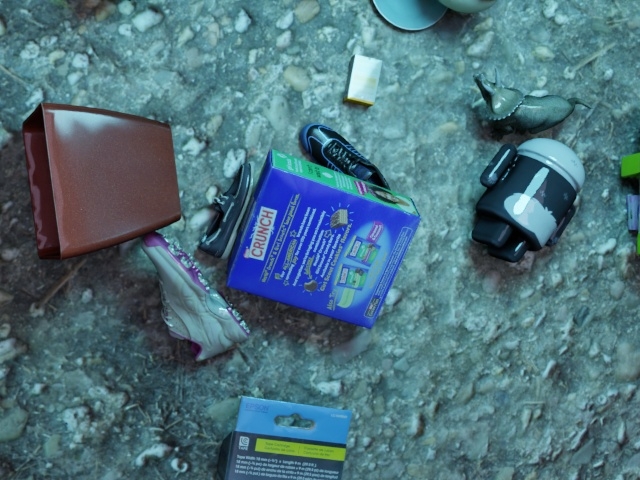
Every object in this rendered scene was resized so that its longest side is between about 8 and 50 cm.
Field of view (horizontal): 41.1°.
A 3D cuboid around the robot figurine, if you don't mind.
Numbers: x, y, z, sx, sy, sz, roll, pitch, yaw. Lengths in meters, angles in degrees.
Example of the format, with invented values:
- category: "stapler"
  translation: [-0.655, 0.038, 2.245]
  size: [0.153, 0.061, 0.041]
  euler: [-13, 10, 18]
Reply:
- category: "robot figurine"
  translation: [0.445, -0.089, 1.836]
  size: [0.173, 0.209, 0.278]
  euler: [32, 82, 25]

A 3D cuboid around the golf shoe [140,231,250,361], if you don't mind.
- category: "golf shoe"
  translation: [-0.268, 0.118, 1.666]
  size: [0.140, 0.115, 0.306]
  euler: [-36, 116, 1]

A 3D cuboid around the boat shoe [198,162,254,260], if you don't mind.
- category: "boat shoe"
  translation: [-0.189, -0.065, 1.727]
  size: [0.065, 0.075, 0.206]
  euler: [18, 91, -16]

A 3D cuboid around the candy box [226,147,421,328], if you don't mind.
- category: "candy box"
  translation: [0.000, 0.000, 1.710]
  size: [0.317, 0.122, 0.268]
  euler: [18, 109, -14]

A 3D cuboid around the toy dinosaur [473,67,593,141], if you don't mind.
- category: "toy dinosaur"
  translation: [0.457, -0.274, 1.838]
  size: [0.313, 0.160, 0.121]
  euler: [9, 89, -13]

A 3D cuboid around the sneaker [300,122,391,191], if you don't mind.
- category: "sneaker"
  translation: [0.059, -0.162, 1.777]
  size: [0.232, 0.090, 0.081]
  euler: [41, 82, -11]

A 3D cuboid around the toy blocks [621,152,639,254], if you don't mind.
- category: "toy blocks"
  translation: [0.840, -0.125, 1.930]
  size: [0.261, 0.191, 0.381]
  euler: [18, 71, -34]

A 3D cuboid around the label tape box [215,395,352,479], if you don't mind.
- category: "label tape box"
  translation: [-0.086, 0.488, 1.742]
  size: [0.240, 0.106, 0.334]
  euler: [11, 87, -14]

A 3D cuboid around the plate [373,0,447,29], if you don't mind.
- category: "plate"
  translation: [0.193, -0.546, 1.840]
  size: [0.188, 0.024, 0.188]
  euler: [0, 90, -15]

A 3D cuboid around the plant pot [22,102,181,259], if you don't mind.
- category: "plant pot"
  translation: [-0.403, -0.110, 1.591]
  size: [0.235, 0.267, 0.267]
  euler: [-7, 92, -26]

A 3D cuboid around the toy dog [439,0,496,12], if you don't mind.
- category: "toy dog"
  translation: [0.220, -0.627, 1.692]
  size: [0.408, 0.284, 0.395]
  euler: [33, 78, -9]

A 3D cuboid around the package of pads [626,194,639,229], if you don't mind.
- category: "package of pads"
  translation: [0.738, -0.066, 1.976]
  size: [0.050, 0.032, 0.083]
  euler: [-5, 92, -12]

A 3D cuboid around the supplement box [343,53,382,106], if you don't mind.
- category: "supplement box"
  translation: [0.089, -0.339, 1.810]
  size: [0.062, 0.036, 0.098]
  euler: [12, 88, -13]
